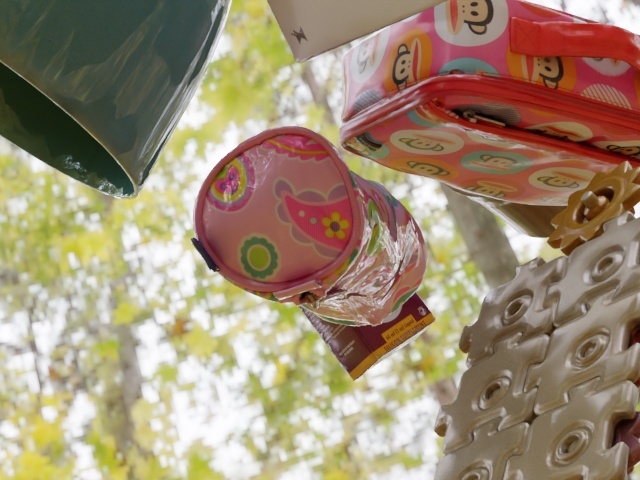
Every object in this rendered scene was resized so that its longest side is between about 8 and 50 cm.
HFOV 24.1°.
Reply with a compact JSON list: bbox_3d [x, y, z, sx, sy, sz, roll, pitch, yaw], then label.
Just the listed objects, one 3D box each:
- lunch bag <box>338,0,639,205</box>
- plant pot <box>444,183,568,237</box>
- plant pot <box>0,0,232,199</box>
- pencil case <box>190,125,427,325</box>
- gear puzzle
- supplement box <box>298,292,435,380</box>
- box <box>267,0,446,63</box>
[{"bbox_3d":[0.186,-0.123,1.288,0.293,0.120,0.258,11,-17,-26],"label":"lunch bag"},{"bbox_3d":[0.240,-0.091,1.777,0.167,0.167,0.165,-31,-38,16],"label":"plant pot"},{"bbox_3d":[-0.206,-0.213,1.237,0.235,0.293,0.293,-57,-34,-12],"label":"plant pot"},{"bbox_3d":[0.000,0.000,1.093,0.124,0.124,0.284,-26,-11,8],"label":"pencil case"},{"bbox_3d":[0.164,0.068,0.997,0.044,0.339,0.175,43,-49,-20],"label":"gear puzzle"},{"bbox_3d":[0.035,0.058,1.805,0.104,0.188,0.081,-32,-10,-32],"label":"supplement box"},{"bbox_3d":[0.032,-0.237,1.005,0.119,0.181,0.182,-32,11,-32],"label":"box"}]
